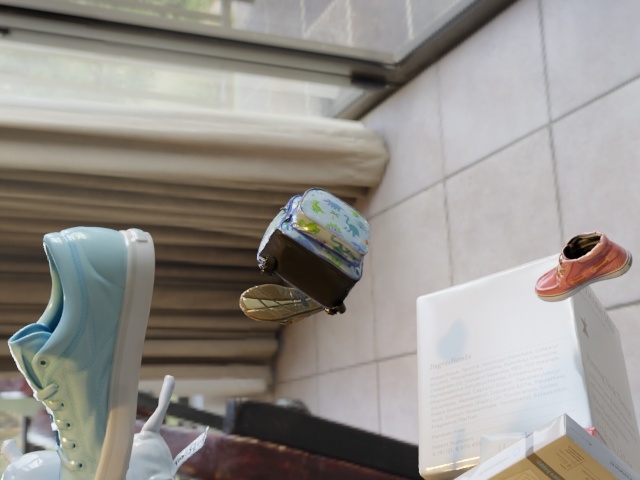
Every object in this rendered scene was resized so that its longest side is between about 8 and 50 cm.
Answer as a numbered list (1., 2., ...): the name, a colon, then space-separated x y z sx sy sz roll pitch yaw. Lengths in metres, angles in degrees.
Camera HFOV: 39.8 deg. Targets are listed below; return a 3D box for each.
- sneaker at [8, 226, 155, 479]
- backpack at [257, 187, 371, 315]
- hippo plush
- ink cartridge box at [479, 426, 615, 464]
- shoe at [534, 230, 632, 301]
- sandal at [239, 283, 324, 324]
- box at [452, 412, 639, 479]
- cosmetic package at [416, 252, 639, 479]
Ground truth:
1. sneaker: -0.297 0.161 1.043 0.135 0.150 0.366 0 83 64
2. backpack: 0.000 0.000 0.893 0.084 0.105 0.114 -54 11 22
3. hippo plush: -0.295 0.361 1.147 0.234 0.236 0.294 46 114 38
4. ink cartridge box: 0.335 0.360 1.306 0.176 0.128 0.127 -11 55 28
5. shoe: 0.400 0.039 1.412 0.178 0.081 0.064 -28 38 43
6. sandal: -0.052 0.110 1.475 0.072 0.180 0.049 58 138 33
7. box: 0.258 0.293 1.014 0.186 0.145 0.038 -41 15 33
8. cosmetic package: 0.397 0.302 1.693 0.327 0.329 0.394 -20 45 26
